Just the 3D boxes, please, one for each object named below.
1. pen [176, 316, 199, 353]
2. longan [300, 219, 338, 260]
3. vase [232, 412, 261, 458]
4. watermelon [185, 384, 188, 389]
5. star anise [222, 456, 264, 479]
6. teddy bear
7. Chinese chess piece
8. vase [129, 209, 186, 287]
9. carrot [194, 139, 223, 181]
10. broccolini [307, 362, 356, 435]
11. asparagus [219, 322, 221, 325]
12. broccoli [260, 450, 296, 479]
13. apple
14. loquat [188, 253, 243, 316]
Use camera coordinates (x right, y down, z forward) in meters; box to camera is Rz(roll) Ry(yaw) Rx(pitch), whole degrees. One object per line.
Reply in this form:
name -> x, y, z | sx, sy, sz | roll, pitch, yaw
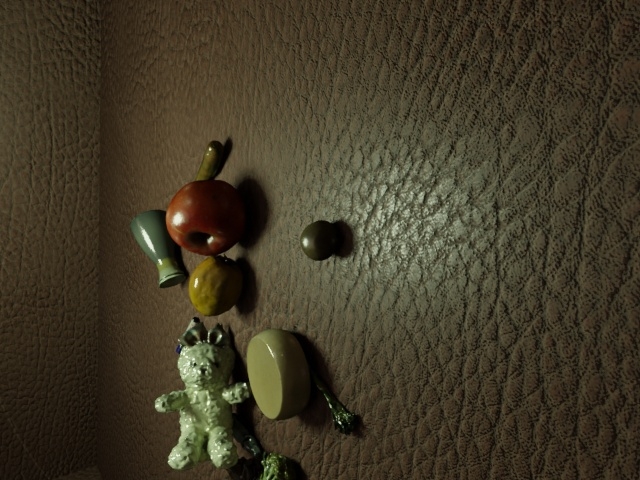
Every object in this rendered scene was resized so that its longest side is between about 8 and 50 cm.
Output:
pen -> -0.572, 0.410, 2.170 | 0.269, 0.033, 0.033 | -55, 53, 39
longan -> 0.000, 0.000, 1.331 | 0.113, 0.092, 0.113 | -10, 72, 32
vase -> -0.271, 0.697, 1.792 | 0.211, 0.060, 0.060 | 30, 117, 46
watermelon -> -0.484, 0.549, 2.051 | 0.139, 0.071, 0.187 | 6, 91, 45
star anise -> -0.221, 0.823, 1.707 | 0.236, 0.109, 0.223 | -18, 103, 38
teddy bear -> -0.392, 0.511, 1.719 | 0.375, 0.327, 0.362 | -131, 43, -76
Chinese chess piece -> -0.129, 0.399, 1.513 | 0.273, 0.102, 0.273 | 18, 112, 57
vase -> -0.690, 0.039, 2.184 | 0.173, 0.173, 0.321 | -45, 66, 45
carrot -> -0.425, -0.250, 1.876 | 0.342, 0.070, 0.070 | -48, 57, 51
broccolini -> 0.024, 0.433, 1.410 | 0.254, 0.071, 0.057 | 50, 173, 45
asparagus -> -0.393, 0.367, 1.940 | 0.025, 0.021, 0.108 | 28, 116, 48
broccoli -> -0.133, 0.729, 1.569 | 0.130, 0.120, 0.131 | 28, 141, 40
apple -> -0.371, -0.081, 1.669 | 0.260, 0.260, 0.216 | -46, 35, 45
loquat -> -0.360, 0.151, 1.742 | 0.176, 0.187, 0.234 | 19, 104, 5
